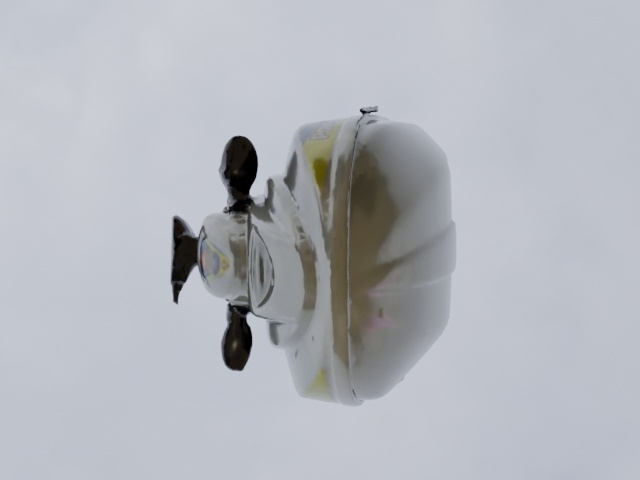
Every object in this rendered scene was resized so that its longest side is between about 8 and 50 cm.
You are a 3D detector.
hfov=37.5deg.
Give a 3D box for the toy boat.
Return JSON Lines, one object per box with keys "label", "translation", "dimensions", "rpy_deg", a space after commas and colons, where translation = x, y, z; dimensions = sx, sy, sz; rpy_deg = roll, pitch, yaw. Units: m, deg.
{"label": "toy boat", "translation": [0.007, 0.000, 0.484], "dimensions": [0.269, 0.141, 0.140], "rpy_deg": [-17, -87, -68]}
